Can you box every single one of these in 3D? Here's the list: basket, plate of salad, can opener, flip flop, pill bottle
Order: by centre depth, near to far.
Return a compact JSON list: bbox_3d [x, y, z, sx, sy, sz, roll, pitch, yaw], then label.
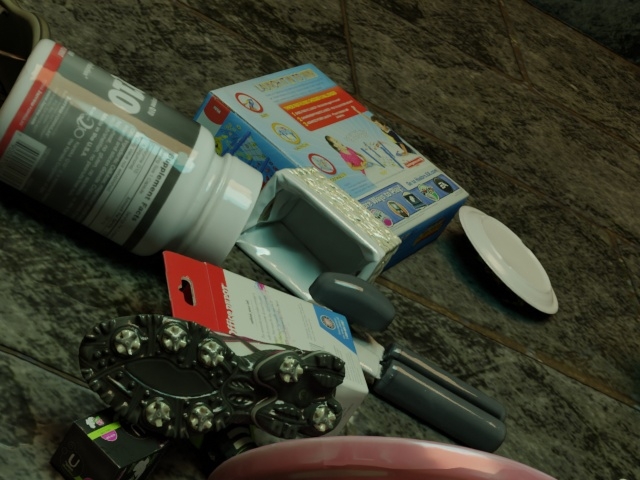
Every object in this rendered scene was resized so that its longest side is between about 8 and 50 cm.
[{"bbox_3d":[-0.216,-0.084,1.695,0.283,0.161,0.161,29,26,-12],"label":"pill bottle"},{"bbox_3d":[0.102,0.136,1.776,0.283,0.095,0.076,30,26,-9],"label":"can opener"},{"bbox_3d":[-0.390,-0.248,1.840,0.080,0.112,0.277,1,38,-35],"label":"flip flop"},{"bbox_3d":[0.000,0.000,1.873,0.167,0.113,0.103,41,22,12],"label":"basket"},{"bbox_3d":[0.259,0.032,2.200,0.200,0.048,0.200,40,21,-19],"label":"plate of salad"}]

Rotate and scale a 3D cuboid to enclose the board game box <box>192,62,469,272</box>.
[{"bbox_3d":[0.013,-0.096,2.079,0.302,0.086,0.308,40,26,12],"label":"board game box"}]

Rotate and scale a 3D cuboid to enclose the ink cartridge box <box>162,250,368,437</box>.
[{"bbox_3d":[-0.074,0.109,1.629,0.231,0.078,0.134,22,28,-25],"label":"ink cartridge box"}]

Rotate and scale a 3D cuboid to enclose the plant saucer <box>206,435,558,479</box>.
[{"bbox_3d":[0.062,0.262,1.301,0.332,0.332,0.084,22,57,-25],"label":"plant saucer"}]

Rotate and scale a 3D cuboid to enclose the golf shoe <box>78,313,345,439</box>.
[{"bbox_3d":[-0.111,0.129,1.454,0.272,0.105,0.120,15,-2,-30],"label":"golf shoe"}]

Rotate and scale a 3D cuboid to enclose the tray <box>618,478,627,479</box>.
[{"bbox_3d":[0.424,0.394,1.794,0.270,0.030,0.145,42,27,14],"label":"tray"}]

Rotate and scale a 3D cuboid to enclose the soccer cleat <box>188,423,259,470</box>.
[{"bbox_3d":[-0.088,0.204,1.485,0.072,0.060,0.179,14,25,-19],"label":"soccer cleat"}]

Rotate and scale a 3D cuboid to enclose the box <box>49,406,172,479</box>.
[{"bbox_3d":[-0.186,0.188,1.389,0.062,0.052,0.083,42,25,16],"label":"box"}]
